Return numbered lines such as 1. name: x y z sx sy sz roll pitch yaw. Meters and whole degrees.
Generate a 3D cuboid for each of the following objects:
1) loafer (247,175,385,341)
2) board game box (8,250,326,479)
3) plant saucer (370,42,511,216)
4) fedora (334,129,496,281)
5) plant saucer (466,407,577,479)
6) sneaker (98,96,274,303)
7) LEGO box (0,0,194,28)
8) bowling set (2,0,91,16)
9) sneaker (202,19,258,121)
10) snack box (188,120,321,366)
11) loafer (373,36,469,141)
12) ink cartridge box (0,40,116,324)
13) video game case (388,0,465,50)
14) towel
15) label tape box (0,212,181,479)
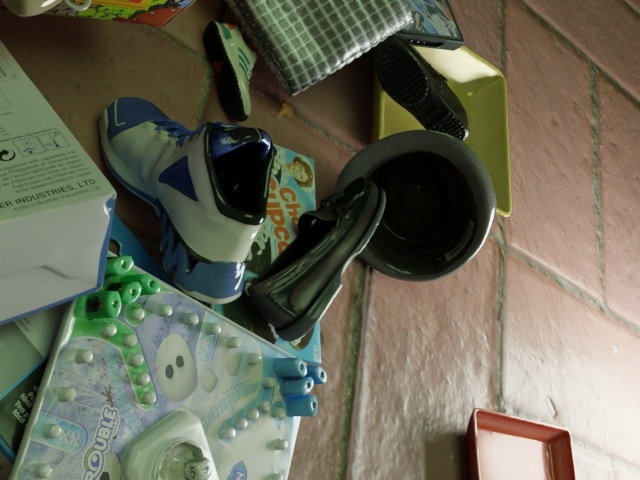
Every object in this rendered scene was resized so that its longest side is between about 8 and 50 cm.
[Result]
1. loafer: 0.000 0.000 1.237 0.095 0.109 0.302 45 48 -16
2. board game box: -0.152 0.259 0.991 0.390 0.050 0.390 37 58 -44
3. plant saucer: 0.206 -0.228 1.636 0.332 0.081 0.333 24 56 -33
4. fedora: 0.146 -0.071 1.430 0.275 0.243 0.124 58 14 -26
5. plant saucer: 0.328 0.421 1.471 0.259 0.047 0.258 18 59 -36
6. sneaker: -0.144 -0.095 1.110 0.127 0.182 0.315 2 43 -44
7. LEGO box: -0.339 -0.517 1.007 0.372 0.193 0.500 -7 78 -43
8. bowling set: -0.239 -0.356 0.772 0.154 0.200 0.287 -43 108 -43
9. sneaker: -0.120 -0.257 1.361 0.075 0.057 0.161 -9 75 -39
10. snack box: -0.090 0.009 1.262 0.187 0.060 0.322 18 60 -38
11. loafer: 0.170 -0.255 1.512 0.220 0.080 0.078 49 36 -22
12. ink cartridge box: -0.410 -0.093 0.855 0.270 0.151 0.395 -20 58 -38
13. video game case: 0.132 -0.468 1.585 0.248 0.035 0.275 -9 75 -51
14. towel: -0.024 -0.398 1.384 0.235 0.121 0.284 -33 98 -4
15. label tape box: -0.299 0.066 1.005 0.249 0.115 0.348 53 46 -11
